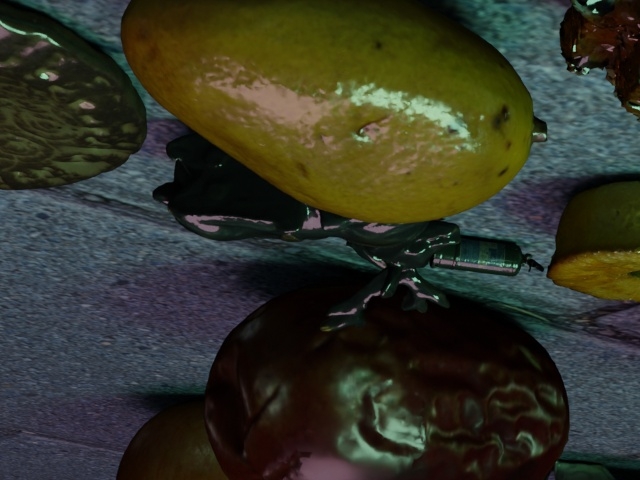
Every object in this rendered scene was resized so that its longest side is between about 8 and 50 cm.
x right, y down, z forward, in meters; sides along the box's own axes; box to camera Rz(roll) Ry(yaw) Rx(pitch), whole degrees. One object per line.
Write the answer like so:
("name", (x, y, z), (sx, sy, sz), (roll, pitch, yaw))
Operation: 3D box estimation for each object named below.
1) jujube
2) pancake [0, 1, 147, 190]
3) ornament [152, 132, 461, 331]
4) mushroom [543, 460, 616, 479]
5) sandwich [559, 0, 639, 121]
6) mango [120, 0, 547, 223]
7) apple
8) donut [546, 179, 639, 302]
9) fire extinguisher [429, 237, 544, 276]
("jujube", (0.059, 0.142, 1.341), (0.318, 0.223, 0.223), (7, 164, -34))
("pancake", (-0.245, -0.092, 0.964), (0.288, 0.033, 0.286), (12, 163, -20))
("ornament", (0.000, 0.000, 1.095), (0.202, 0.080, 0.236), (0, 162, 6))
("mushroom", (0.369, 0.385, 2.009), (0.164, 0.189, 0.267), (0, 163, 27))
("sandwich", (0.203, -0.086, 0.761), (0.235, 0.079, 0.159), (19, 158, -38))
("mango", (0.002, -0.075, 0.810), (0.227, 0.109, 0.147), (16, 164, -25))
("apple", (-0.112, 0.295, 1.865), (0.251, 0.206, 0.272), (5, 163, 39))
("donut", (0.227, 0.003, 1.072), (0.152, 0.058, 0.152), (5, 163, 1))
("fire extinguisher", (0.124, 0.011, 1.188), (0.083, 0.025, 0.038), (7, -160, -5))
